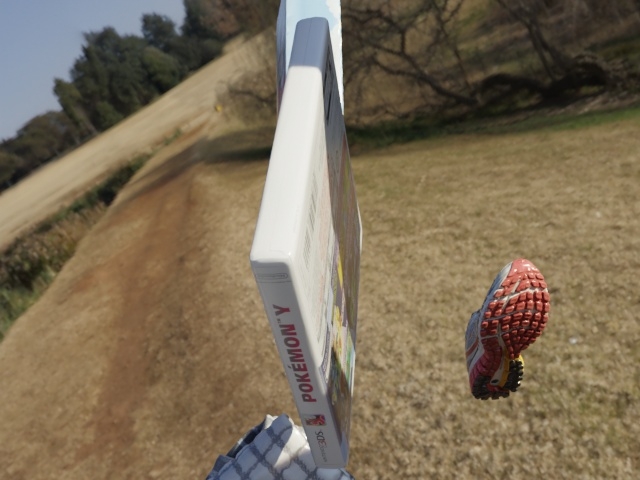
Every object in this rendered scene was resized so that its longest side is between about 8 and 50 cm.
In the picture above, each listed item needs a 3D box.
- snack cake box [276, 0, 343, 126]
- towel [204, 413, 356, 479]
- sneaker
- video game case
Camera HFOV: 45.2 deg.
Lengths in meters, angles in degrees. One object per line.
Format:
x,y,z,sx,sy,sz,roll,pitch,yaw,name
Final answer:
-0.021,-0.278,1.223,0.089,0.264,0.152,3,-21,-9,snack cake box
-0.014,0.295,0.570,0.235,0.284,0.121,-47,1,-6,towel
0.230,0.109,1.011,0.088,0.225,0.092,0,41,-11,sneaker
0.000,0.000,0.455,0.023,0.183,0.201,-3,45,9,video game case
